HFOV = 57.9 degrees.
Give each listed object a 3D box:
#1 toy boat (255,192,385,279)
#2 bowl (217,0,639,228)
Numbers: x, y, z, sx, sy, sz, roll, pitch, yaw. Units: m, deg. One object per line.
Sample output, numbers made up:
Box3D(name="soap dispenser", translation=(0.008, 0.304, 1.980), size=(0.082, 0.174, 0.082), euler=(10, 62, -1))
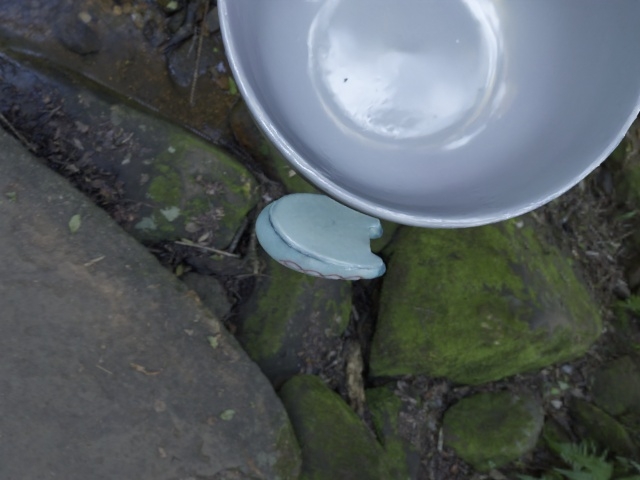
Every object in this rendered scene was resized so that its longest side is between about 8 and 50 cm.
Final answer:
Box3D(name="toy boat", translation=(0.000, 0.000, 0.891), size=(0.208, 0.079, 0.134), euler=(12, 56, -17))
Box3D(name="bowl", translation=(0.073, -0.152, 0.420), size=(0.287, 0.144, 0.286), euler=(0, 92, -5))
